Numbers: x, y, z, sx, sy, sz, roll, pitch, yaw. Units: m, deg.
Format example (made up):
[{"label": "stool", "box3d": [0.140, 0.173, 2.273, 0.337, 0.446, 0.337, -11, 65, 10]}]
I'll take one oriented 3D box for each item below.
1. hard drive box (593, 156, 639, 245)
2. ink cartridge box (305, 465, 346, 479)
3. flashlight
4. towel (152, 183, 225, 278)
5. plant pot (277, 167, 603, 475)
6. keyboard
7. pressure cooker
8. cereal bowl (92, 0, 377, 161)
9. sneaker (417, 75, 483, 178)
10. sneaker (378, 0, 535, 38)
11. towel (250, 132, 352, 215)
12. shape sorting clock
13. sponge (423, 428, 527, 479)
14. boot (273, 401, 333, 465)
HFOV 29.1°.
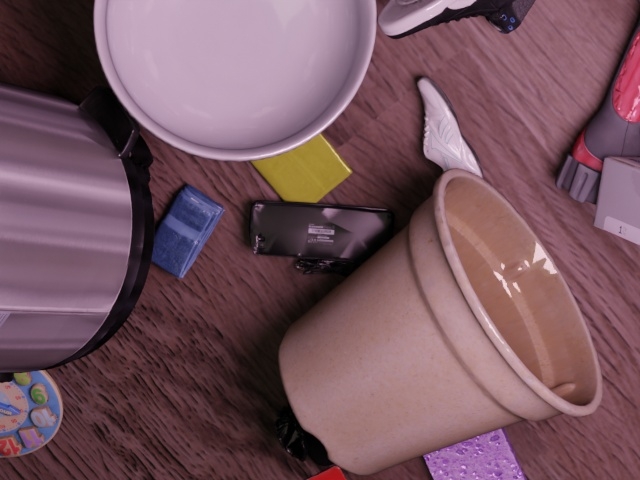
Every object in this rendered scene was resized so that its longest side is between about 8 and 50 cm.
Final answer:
[{"label": "hard drive box", "box3d": [0.471, -0.036, 1.443, 0.232, 0.181, 0.089, 0, 106, -25]}, {"label": "ink cartridge box", "box3d": [0.024, 0.447, 1.719, 0.134, 0.078, 0.231, -29, 98, 13]}, {"label": "flashlight", "box3d": [0.388, -0.185, 1.500, 0.103, 0.103, 0.304, 34, 114, 33]}, {"label": "towel", "box3d": [-0.184, -0.012, 1.660, 0.067, 0.029, 0.119, 32, 106, 0]}, {"label": "plant pot", "box3d": [0.127, 0.131, 1.526, 0.305, 0.334, 0.334, -33, 97, 24]}, {"label": "keyboard", "box3d": [0.000, 0.000, 1.640, 0.192, 0.038, 0.100, 5, 93, 0]}, {"label": "pressure cooker", "box3d": [-0.415, -0.011, 1.507, 0.370, 0.420, 0.375, -2, 85, 31]}, {"label": "cereal bowl", "box3d": [-0.106, -0.261, 1.509, 0.339, 0.141, 0.339, 0, 91, -8]}, {"label": "sneaker", "box3d": [0.152, -0.136, 1.574, 0.061, 0.053, 0.152, -23, 100, 15]}, {"label": "sneaker", "box3d": [0.181, -0.281, 1.492, 0.217, 0.079, 0.121, -36, 128, -4]}, {"label": "towel", "box3d": [-0.069, -0.150, 1.618, 0.102, 0.021, 0.237, -39, 97, 19]}, {"label": "shape sorting clock", "box3d": [-0.463, 0.228, 1.724, 0.206, 0.040, 0.206, 1, 127, 1]}, {"label": "sponge", "box3d": [0.202, 0.292, 1.682, 0.117, 0.031, 0.210, -23, 100, 12]}, {"label": "boot", "box3d": [-0.019, 0.269, 1.670, 0.045, 0.099, 0.121, -25, 99, 14]}]
